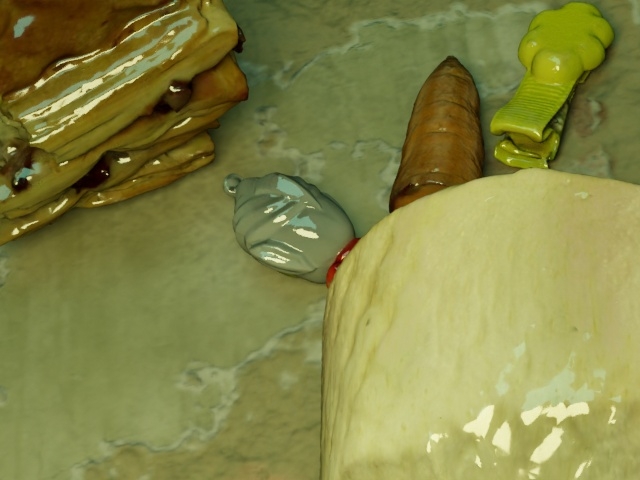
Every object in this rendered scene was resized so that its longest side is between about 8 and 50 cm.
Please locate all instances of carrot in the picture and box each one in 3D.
[{"bbox_3d":[0.096,-0.080,1.468,0.072,0.072,0.205,-4,39,12],"label":"carrot"}]

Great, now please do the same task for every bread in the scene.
[{"bbox_3d":[-0.241,-0.129,1.521,0.370,0.191,0.314,-30,51,4],"label":"bread"}]

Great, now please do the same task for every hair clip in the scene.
[{"bbox_3d":[0.179,-0.130,1.497,0.072,0.046,0.173,14,51,22],"label":"hair clip"}]

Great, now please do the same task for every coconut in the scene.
[{"bbox_3d":[0.139,0.091,1.144,0.329,0.329,0.328,-8,46,8],"label":"coconut"}]

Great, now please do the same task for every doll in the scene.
[{"bbox_3d":[0.000,0.000,1.410,0.180,0.079,0.094,28,44,20],"label":"doll"}]
